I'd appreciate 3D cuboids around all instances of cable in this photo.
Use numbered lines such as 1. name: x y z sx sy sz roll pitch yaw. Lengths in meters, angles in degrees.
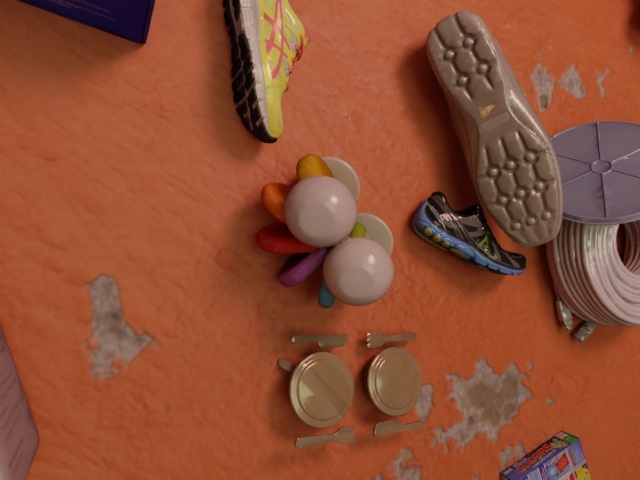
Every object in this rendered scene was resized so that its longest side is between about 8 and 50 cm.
1. cable: 0.464 0.004 0.793 0.257 0.089 0.257 -25 99 -21

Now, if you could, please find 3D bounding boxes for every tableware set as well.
1. tableware set: 0.043 0.183 0.645 0.194 0.039 0.128 4 77 -28

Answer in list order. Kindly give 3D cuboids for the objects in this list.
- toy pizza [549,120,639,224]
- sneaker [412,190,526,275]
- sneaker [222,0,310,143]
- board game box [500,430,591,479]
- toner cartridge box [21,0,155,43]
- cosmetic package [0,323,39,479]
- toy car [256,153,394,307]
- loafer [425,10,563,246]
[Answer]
1. toy pizza: 0.398 -0.094 0.725 0.201 0.201 0.032 -47 138 -16
2. sneaker: 0.216 -0.007 0.701 0.188 0.067 0.078 28 85 -17
3. sneaker: -0.052 -0.216 0.583 0.094 0.081 0.209 -6 92 -25
4. board game box: 0.360 0.416 0.778 0.136 0.035 0.201 -20 97 -22
5. toner cartridge box: -0.311 -0.289 0.430 0.347 0.165 0.075 14 83 -23
6. cosmetic package: -0.412 0.022 0.388 0.230 0.161 0.453 -18 96 -22
7. toy car: 0.000 0.000 0.584 0.136 0.159 0.182 -29 104 15
8. loafer: 0.239 -0.148 0.683 0.111 0.112 0.320 -31 101 -62
